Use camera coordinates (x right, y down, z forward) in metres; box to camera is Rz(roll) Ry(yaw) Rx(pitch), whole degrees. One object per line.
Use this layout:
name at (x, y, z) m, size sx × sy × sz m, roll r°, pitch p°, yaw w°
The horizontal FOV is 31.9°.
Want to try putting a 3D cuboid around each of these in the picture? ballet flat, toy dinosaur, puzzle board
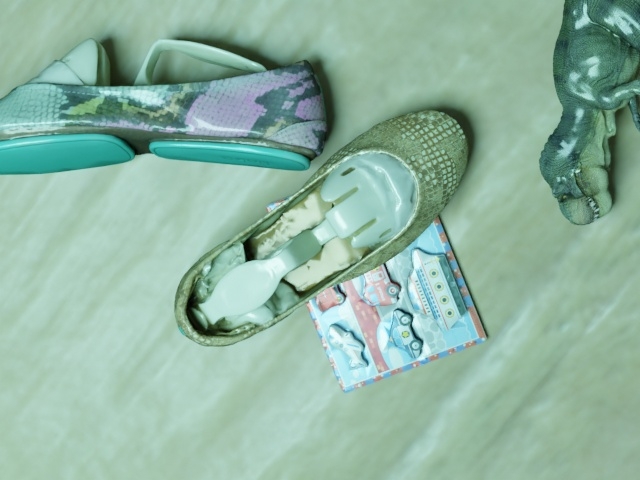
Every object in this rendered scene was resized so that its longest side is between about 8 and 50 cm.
ballet flat at (-0.107, -0.080, 0.661) m, size 0.221 × 0.077 × 0.079 m, roll -1°, pitch 81°, yaw 1°
toy dinosaur at (0.185, -0.138, 0.622) m, size 0.118 × 0.064 × 0.268 m, roll 3°, pitch 96°, yaw 12°
ballet flat at (0.000, 0.000, 0.645) m, size 0.206 × 0.067 × 0.073 m, roll -39°, pitch 93°, yaw 10°
puzzle board at (0.034, 0.020, 0.686) m, size 0.096 × 0.011 × 0.128 m, roll -21°, pitch 97°, yaw 9°
